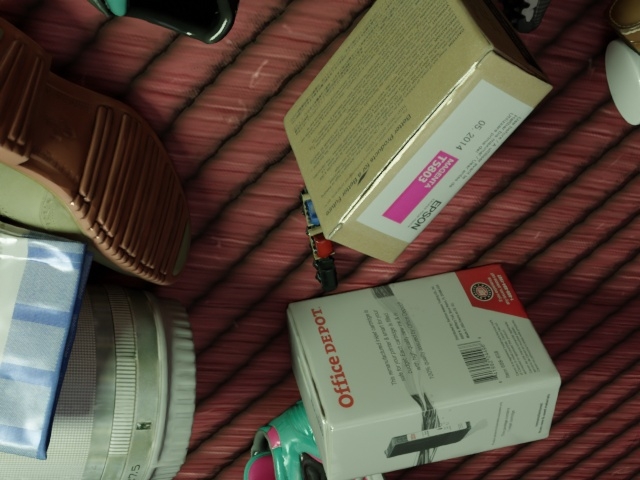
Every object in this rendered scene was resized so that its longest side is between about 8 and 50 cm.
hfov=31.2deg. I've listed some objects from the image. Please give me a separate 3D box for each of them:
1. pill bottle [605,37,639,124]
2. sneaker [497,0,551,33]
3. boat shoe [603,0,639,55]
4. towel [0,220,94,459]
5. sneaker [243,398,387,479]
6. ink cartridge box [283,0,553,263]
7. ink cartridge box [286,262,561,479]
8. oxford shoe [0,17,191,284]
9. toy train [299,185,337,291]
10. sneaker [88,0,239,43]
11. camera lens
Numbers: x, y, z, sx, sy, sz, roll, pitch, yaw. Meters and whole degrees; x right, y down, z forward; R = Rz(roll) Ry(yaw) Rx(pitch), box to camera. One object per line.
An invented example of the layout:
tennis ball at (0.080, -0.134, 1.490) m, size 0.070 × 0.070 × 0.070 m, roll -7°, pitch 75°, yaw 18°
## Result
pill bottle at (0.414, -0.193, 1.179) m, size 0.221 × 0.124 × 0.124 m, roll -17°, pitch 135°, yaw -3°
sneaker at (0.228, -0.294, 1.051) m, size 0.106 × 0.078 × 0.234 m, roll -5°, pitch 131°, yaw -12°
boat shoe at (0.395, -0.316, 1.074) m, size 0.324 × 0.122 × 0.120 m, roll -42°, pitch 126°, yaw 9°
towel at (-0.364, 0.071, 1.030) m, size 0.285 × 0.034 × 0.209 m, roll 12°, pitch 85°, yaw -1°
sneaker at (-0.006, 0.322, 1.507) m, size 0.178 × 0.124 × 0.295 m, roll -22°, pitch 127°, yaw -6°
ink cartridge box at (0.081, -0.127, 1.074) m, size 0.088 × 0.193 × 0.234 m, roll 23°, pitch 121°, yaw -34°
ink cartridge box at (0.112, 0.151, 1.341) m, size 0.273 × 0.197 × 0.114 m, roll -9°, pitch 134°, yaw -11°
oxford shoe at (-0.263, -0.075, 1.075) m, size 0.146 × 0.140 × 0.397 m, roll -5°, pitch 148°, yaw 29°
toy train at (0.000, 0.000, 1.273) m, size 0.027 × 0.036 × 0.158 m, roll -16°, pitch 135°, yaw -5°
sneaker at (-0.183, -0.257, 0.909) m, size 0.302 × 0.121 × 0.108 m, roll 24°, pitch 120°, yaw -35°
camera lens at (-0.288, 0.150, 1.183) m, size 0.274 × 0.219 × 0.219 m, roll 4°, pitch 130°, yaw -23°
